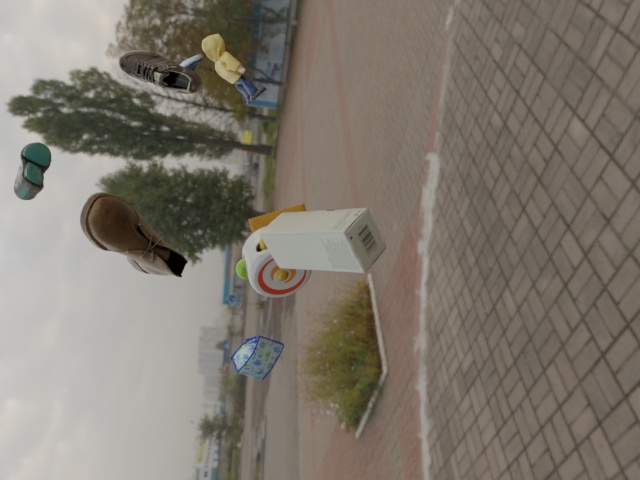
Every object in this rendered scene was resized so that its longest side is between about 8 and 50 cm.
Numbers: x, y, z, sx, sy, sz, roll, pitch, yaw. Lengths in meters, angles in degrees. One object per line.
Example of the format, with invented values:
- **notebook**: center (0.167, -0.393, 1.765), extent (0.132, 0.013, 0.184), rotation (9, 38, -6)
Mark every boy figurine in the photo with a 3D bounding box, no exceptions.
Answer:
- **boy figurine**: center (-0.341, -0.658, 2.061), extent (0.092, 0.285, 0.177), rotation (-45, 15, -14)

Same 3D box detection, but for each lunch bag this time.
- **lunch bag**: center (-0.218, 0.400, 1.884), extent (0.151, 0.128, 0.096), rotation (-49, 44, 14)

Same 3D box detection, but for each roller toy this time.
- **roller toy**: center (-0.124, 0.063, 1.569), extent (0.209, 0.191, 0.146), rotation (-57, 34, 23)

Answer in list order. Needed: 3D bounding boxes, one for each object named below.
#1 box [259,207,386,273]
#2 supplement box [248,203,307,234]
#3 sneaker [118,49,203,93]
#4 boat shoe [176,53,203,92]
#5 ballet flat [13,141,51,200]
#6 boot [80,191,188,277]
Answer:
- **box**: center (0.000, 0.000, 1.182), extent (0.275, 0.094, 0.113), rotation (2, 129, 46)
- **supplement box**: center (-0.128, -0.016, 1.818), extent (0.194, 0.191, 0.129), rotation (107, 145, -77)
- **sneaker**: center (-0.352, -0.368, 1.168), extent (0.071, 0.188, 0.066), rotation (-87, 11, -68)
- **boat shoe**: center (-0.495, -0.628, 2.021), extent (0.083, 0.183, 0.065), rotation (61, -146, -14)
- **ballet flat**: center (-0.702, -0.168, 1.296), extent (0.068, 0.072, 0.213), rotation (-44, 37, 14)
- **boot**: center (-0.369, -0.003, 1.105), extent (0.305, 0.115, 0.113), rotation (62, -133, -64)
